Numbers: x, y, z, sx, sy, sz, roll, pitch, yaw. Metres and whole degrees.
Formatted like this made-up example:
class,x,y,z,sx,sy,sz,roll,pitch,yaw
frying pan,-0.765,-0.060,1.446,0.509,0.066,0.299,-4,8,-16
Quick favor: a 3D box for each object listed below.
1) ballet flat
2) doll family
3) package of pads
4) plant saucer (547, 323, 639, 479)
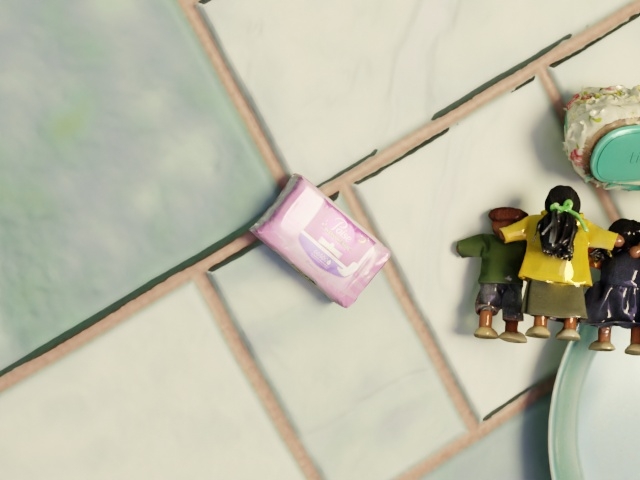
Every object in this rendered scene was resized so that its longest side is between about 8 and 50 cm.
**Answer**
class,x,y,z,sx,sy,sz,roll,pitch,yaw
ballet flat,0.277,-0.074,0.916,0.241,0.077,0.091,6,124,-17
doll family,0.188,0.014,0.872,0.193,0.076,0.111,7,78,1
package of pads,0.000,0.000,0.862,0.083,0.032,0.050,40,84,-16
plant saucer,0.311,0.135,0.934,0.318,0.044,0.317,0,90,-6
